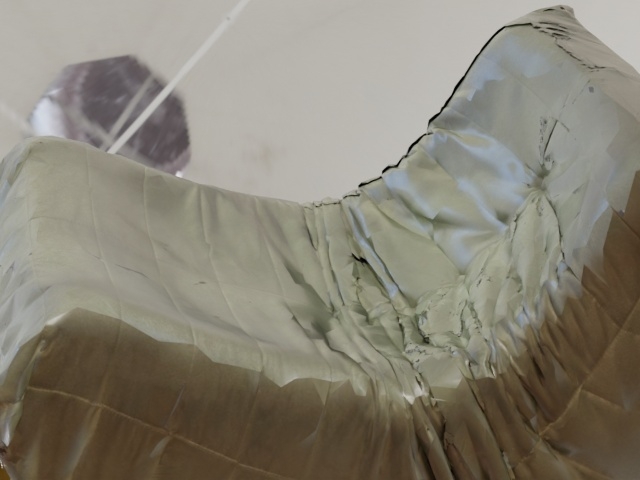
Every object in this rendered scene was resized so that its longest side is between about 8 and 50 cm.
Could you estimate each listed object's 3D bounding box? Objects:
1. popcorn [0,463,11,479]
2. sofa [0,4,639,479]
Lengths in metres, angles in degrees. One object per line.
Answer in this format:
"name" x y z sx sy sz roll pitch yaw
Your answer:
"popcorn" -0.165 0.180 0.837 0.225 0.265 0.332 36 -118 -24
"sofa" 0.000 0.000 0.663 0.225 0.210 0.176 13 -71 -14
